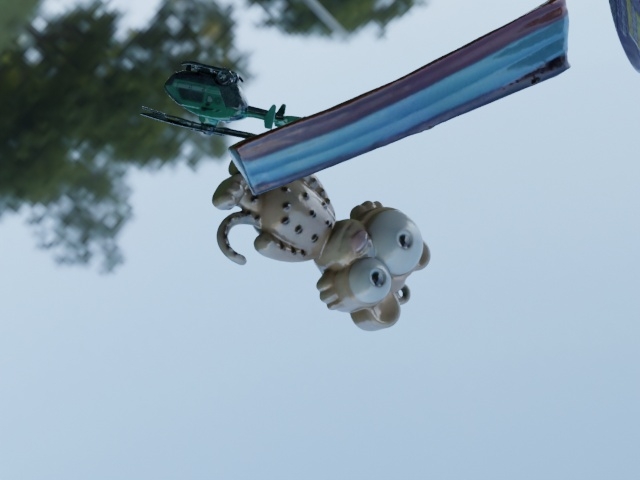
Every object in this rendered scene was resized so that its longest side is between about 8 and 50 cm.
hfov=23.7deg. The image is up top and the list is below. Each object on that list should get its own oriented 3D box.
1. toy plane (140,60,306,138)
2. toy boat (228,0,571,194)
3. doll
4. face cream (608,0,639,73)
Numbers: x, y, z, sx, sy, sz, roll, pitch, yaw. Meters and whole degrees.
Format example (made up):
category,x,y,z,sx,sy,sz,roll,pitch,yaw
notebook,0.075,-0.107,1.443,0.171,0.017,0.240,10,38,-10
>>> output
category,x,y,z,sx,sy,sz,roll,pitch,yaw
toy plane,-0.124,-0.181,2.043,0.060,0.235,0.096,-1,105,-80
toy boat,0.092,-0.150,1.590,0.392,0.079,0.136,-23,-176,-7
doll,0.000,-0.002,1.798,0.119,0.278,0.154,-22,-134,59
face cream,0.517,-0.365,2.326,0.111,0.206,0.206,-16,-147,1
